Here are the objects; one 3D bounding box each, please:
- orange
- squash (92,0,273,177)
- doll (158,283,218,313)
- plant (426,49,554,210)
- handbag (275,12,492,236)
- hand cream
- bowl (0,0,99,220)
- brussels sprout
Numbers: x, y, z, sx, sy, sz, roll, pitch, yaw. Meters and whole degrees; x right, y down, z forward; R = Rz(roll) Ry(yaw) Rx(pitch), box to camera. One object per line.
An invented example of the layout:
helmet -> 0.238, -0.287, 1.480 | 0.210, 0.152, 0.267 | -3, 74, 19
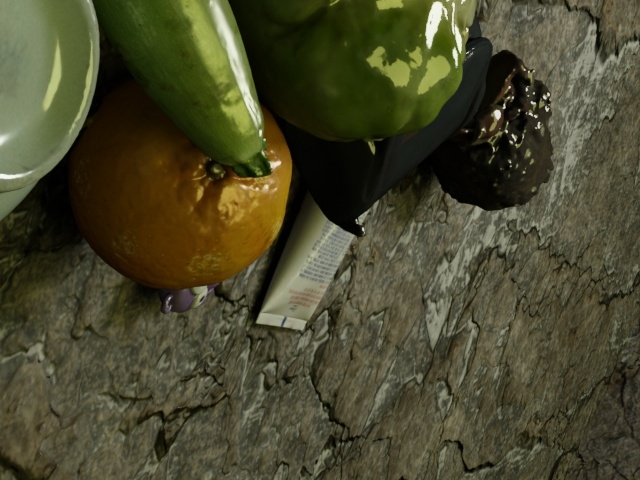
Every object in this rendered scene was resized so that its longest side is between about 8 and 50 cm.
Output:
orange -> -0.135, -0.061, 1.476 | 0.219, 0.193, 0.219 | 18, 56, -29
squash -> -0.142, -0.209, 1.316 | 0.118, 0.118, 0.371 | -42, 115, -46
doll -> -0.131, 0.012, 1.684 | 0.206, 0.067, 0.110 | -61, 161, -45
plant -> 0.229, -0.164, 2.148 | 0.204, 0.178, 0.234 | -48, 134, -22
handbag -> 0.089, -0.186, 1.788 | 0.302, 0.178, 0.275 | -38, 107, -45
hand cream -> 0.000, 0.000, 1.922 | 0.248, 0.083, 0.133 | -64, 152, 3
bowl -> -0.296, -0.143, 1.146 | 0.435, 0.196, 0.435 | -39, 137, -49
brussels sprout -> 0.029, -0.247, 1.510 | 0.242, 0.273, 0.317 | -43, -166, 45
